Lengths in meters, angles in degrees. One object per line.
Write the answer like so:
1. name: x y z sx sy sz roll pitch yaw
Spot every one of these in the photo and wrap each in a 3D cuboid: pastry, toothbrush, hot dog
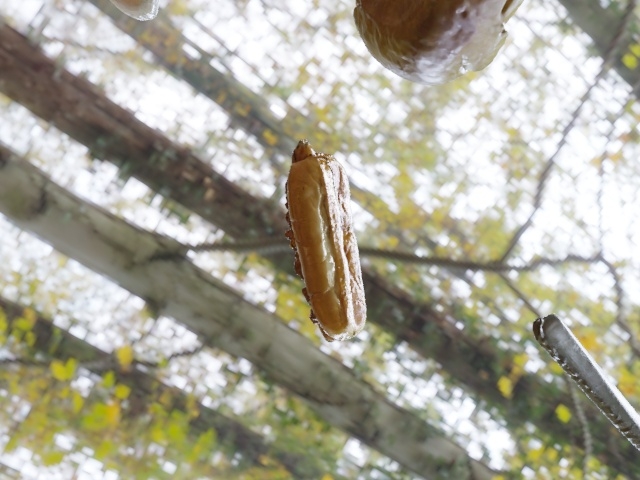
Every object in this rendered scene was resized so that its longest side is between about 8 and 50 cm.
1. pastry: 0.166 -0.391 2.021 0.356 0.164 0.356 -16 -108 62
2. toothbrush: 0.276 0.168 1.256 0.031 0.297 0.030 -21 -150 44
3. hot dog: 0.000 0.000 1.729 0.076 0.102 0.249 -9 -88 24

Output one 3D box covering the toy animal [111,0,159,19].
1. toy animal: -0.167 -0.402 1.342 0.196 0.367 0.241 -23 -162 -6
